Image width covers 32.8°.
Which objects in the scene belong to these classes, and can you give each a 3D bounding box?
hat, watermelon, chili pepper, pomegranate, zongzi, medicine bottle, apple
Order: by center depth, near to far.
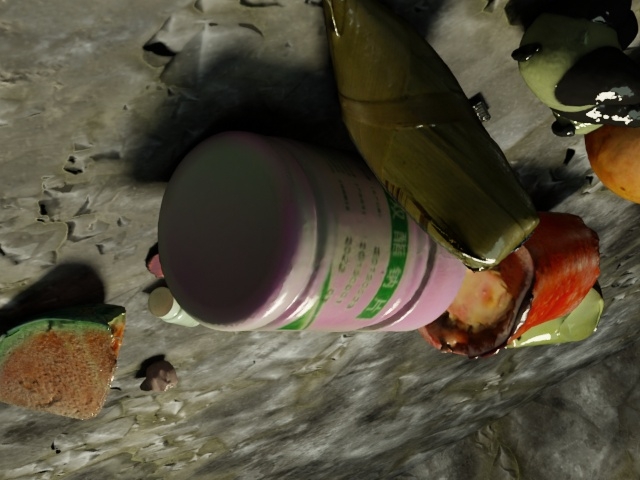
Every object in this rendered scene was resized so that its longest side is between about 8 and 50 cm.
[{"bbox_3d":[0.102,-0.109,1.055,0.123,0.260,0.289,-36,160,0],"label":"zongzi"},{"bbox_3d":[0.000,0.000,1.227,0.212,0.212,0.325,-40,152,29],"label":"medicine bottle"},{"bbox_3d":[-0.330,0.131,1.335,0.146,0.128,0.231,13,130,-17],"label":"watermelon"},{"bbox_3d":[-0.189,0.087,1.439,0.047,0.047,0.083,-34,157,16],"label":"medicine bottle"},{"bbox_3d":[0.457,-0.141,1.485,0.191,0.191,0.191,-23,158,-10],"label":"pomegranate"},{"bbox_3d":[-0.248,0.202,1.655,0.058,0.042,0.087,-16,-170,-18],"label":"hat"},{"bbox_3d":[0.306,0.068,1.733,0.305,0.229,0.251,0,129,-48],"label":"chili pepper"},{"bbox_3d":[0.428,0.120,2.062,0.188,0.174,0.207,-3,157,-6],"label":"apple"}]

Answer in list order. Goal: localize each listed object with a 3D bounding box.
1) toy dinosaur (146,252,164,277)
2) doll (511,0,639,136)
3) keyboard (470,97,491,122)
[{"bbox_3d":[-0.153,0.045,1.387,0.139,0.070,0.286,-9,157,-15],"label":"toy dinosaur"},{"bbox_3d":[0.310,-0.201,1.262,0.135,0.144,0.234,-9,167,23],"label":"doll"},{"bbox_3d":[0.122,-0.116,1.386,0.204,0.013,0.061,-31,157,10],"label":"keyboard"}]
